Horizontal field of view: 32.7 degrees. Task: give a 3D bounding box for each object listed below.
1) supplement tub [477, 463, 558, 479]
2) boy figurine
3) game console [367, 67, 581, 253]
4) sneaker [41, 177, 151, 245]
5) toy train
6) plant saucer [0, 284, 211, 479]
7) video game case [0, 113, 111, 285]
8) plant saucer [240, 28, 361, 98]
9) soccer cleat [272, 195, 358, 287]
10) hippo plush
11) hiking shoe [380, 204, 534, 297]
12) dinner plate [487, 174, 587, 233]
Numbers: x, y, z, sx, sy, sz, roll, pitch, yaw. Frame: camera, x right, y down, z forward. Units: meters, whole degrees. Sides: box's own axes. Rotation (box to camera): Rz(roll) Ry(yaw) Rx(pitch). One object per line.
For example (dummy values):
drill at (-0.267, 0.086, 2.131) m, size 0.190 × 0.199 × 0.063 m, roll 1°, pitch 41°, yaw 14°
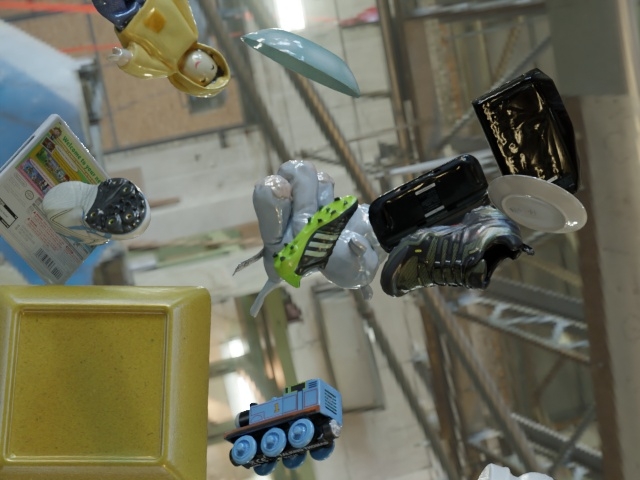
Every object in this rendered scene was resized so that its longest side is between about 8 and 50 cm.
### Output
supplement tub at (0.316, 0.411, 1.385) m, size 0.191 × 0.272 × 0.191 m, roll 20°, pitch 90°, yaw -86°
boy figurine at (-0.244, -0.307, 1.592) m, size 0.092 × 0.177 × 0.285 m, roll -5°, pitch -47°, yaw 47°
game console at (0.240, -0.106, 1.738) m, size 0.213 × 0.361 × 0.044 m, roll 64°, pitch -3°, yaw -19°
sneaker at (-0.280, -0.030, 1.413) m, size 0.237 × 0.085 × 0.086 m, roll 10°, pitch -34°, yaw 52°
toy train at (-0.052, 0.268, 1.556) m, size 0.080 × 0.184 × 0.105 m, roll 42°, pitch 37°, yaw -43°
plant saucer at (-0.328, 0.212, 1.569) m, size 0.081 × 0.332 × 0.333 m, roll 98°, pitch -8°, yaw -70°
video game case at (-0.419, -0.058, 1.720) m, size 0.023 × 0.193 × 0.212 m, roll 14°, pitch -32°, yaw 44°
plant saucer at (-0.021, -0.262, 1.561) m, size 0.037 × 0.194 × 0.195 m, roll -65°, pitch -163°, yaw 2°
soccer cleat at (0.000, 0.000, 1.770) m, size 0.072 × 0.179 × 0.060 m, roll 51°, pitch -9°, yaw -30°
hippo plush at (0.004, -0.013, 2.041) m, size 0.236 × 0.294 × 0.234 m, roll 12°, pitch -43°, yaw 36°
hiking shoe at (0.197, 0.031, 1.614) m, size 0.086 × 0.226 × 0.114 m, roll 60°, pitch 3°, yaw -40°
dinner plate at (0.294, -0.044, 1.494) m, size 0.141 × 0.141 × 0.017 m, roll 109°, pitch 7°, yaw -68°
